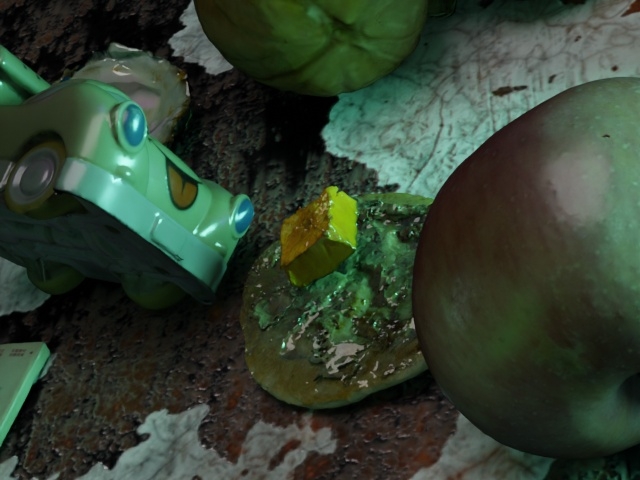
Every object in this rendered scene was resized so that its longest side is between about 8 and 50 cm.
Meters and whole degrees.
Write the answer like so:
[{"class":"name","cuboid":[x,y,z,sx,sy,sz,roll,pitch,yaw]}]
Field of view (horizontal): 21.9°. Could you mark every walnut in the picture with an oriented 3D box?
[{"class":"walnut","cuboid":[-0.011,-0.308,1.832,0.252,0.277,0.313,2,40,-18]}]

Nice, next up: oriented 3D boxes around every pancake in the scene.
[{"class":"pancake","cuboid":[0.043,0.047,1.563,0.282,0.049,0.282,-18,38,15]}]

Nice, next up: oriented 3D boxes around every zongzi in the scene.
[{"class":"zongzi","cuboid":[0.144,-0.299,1.917,0.052,0.113,0.104,-7,82,21]}]

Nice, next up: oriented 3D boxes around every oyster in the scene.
[{"class":"oyster","cuboid":[-0.257,-0.144,1.953,0.260,0.092,0.198,29,65,35]}]

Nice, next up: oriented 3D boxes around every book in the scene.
[{"class":"book","cuboid":[-0.387,0.199,1.689,0.162,0.022,0.231,-4,44,29]}]

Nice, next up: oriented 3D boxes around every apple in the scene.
[{"class":"apple","cuboid":[0.220,0.027,1.286,0.306,0.305,0.235,-26,52,4]}]

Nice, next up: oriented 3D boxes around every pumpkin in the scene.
[{"class":"pumpkin","cuboid":[0.000,0.000,1.570,0.083,0.054,0.074,-35,35,32]}]

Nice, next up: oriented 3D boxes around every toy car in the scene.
[{"class":"toy car","cuboid":[-0.245,-0.079,1.709,0.336,0.242,0.226,4,64,40]}]
